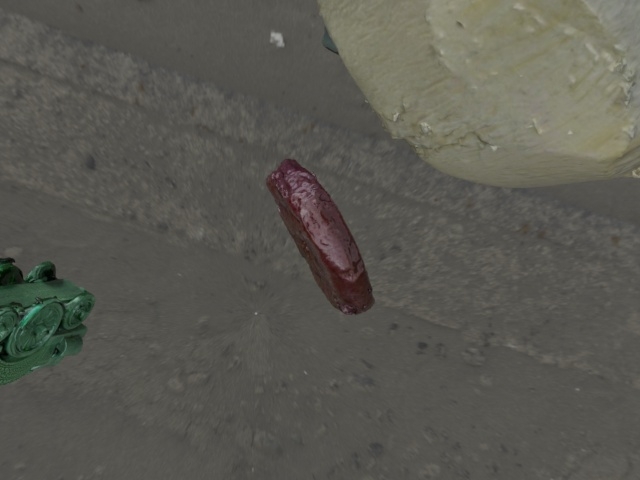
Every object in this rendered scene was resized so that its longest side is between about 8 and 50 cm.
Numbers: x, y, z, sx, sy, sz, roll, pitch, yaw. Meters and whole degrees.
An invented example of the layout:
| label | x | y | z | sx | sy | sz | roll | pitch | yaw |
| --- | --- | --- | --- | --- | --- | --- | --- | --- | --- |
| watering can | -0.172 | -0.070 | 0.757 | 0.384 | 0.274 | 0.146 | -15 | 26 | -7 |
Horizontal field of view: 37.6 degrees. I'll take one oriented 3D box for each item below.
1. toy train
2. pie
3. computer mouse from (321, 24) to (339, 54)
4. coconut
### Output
| label | x | y | z | sx | sy | sz | roll | pitch | yaw |
| --- | --- | --- | --- | --- | --- | --- | --- | --- | --- |
| toy train | -0.257 | 0.075 | 0.767 | 0.071 | 0.178 | 0.105 | 33 | 103 | 17 |
| pie | 0.000 | 0.000 | 0.795 | 0.036 | 0.154 | 0.155 | -30 | 88 | -7 |
| computer mouse | 0.151 | -0.278 | 1.023 | 0.203 | 0.373 | 0.114 | -28 | 112 | -42 |
| coconut | 0.125 | -0.146 | 0.438 | 0.244 | 0.247 | 0.245 | 0 | 89 | -25 |
